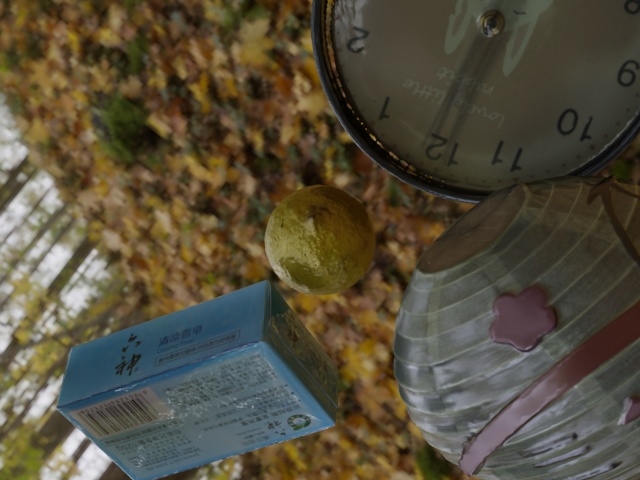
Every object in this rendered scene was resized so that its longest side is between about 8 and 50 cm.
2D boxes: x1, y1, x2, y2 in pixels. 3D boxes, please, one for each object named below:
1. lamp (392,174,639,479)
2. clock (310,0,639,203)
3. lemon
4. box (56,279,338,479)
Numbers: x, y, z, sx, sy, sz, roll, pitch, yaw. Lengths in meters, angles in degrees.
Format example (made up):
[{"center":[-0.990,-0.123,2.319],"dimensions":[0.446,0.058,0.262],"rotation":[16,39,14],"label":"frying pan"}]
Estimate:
[{"center":[0.181,0.071,0.843],"dimensions":[0.233,0.265,0.233],"rotation":[41,-158,-20],"label":"lamp"},{"center":[0.176,-0.223,1.195],"dimensions":[0.386,0.386,0.076],"rotation":[37,-162,5],"label":"clock"},{"center":[0.000,0.000,1.138],"dimensions":[0.109,0.109,0.133],"rotation":[37,177,10],"label":"lemon"},{"center":[-0.116,0.141,1.128],"dimensions":[0.142,0.232,0.083],"rotation":[54,-156,-37],"label":"box"}]
